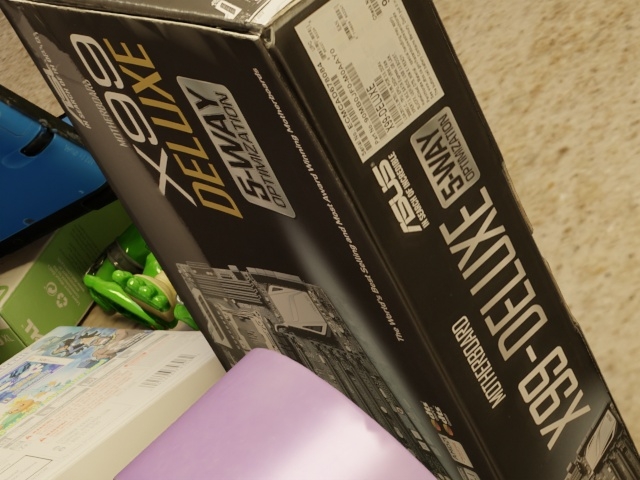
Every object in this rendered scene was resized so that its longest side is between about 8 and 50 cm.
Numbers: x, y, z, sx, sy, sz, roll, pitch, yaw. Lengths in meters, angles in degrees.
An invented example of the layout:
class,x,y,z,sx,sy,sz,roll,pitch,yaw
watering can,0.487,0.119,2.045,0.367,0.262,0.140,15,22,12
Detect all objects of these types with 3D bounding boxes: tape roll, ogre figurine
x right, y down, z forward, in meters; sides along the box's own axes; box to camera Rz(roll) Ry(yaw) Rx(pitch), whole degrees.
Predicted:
class,x,y,z,sx,sy,sz,roll,pitch,yaw
tape roll,0.008,0.138,0.609,0.080,0.189,0.189,-43,32,-16
ogre figurine,-0.089,0.000,1.000,0.118,0.097,0.197,-56,3,-15

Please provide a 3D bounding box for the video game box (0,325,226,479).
class,x,y,z,sx,sy,sz,roll,pitch,yaw
video game box,-0.166,0.118,0.887,0.187,0.048,0.205,2,28,44

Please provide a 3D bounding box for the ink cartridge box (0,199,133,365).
class,x,y,z,sx,sy,sz,roll,pitch,yaw
ink cartridge box,-0.225,0.041,1.090,0.109,0.062,0.209,-9,38,38

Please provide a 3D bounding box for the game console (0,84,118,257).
class,x,y,z,sx,sy,sz,roll,pitch,yaw
game console,-0.271,-0.064,1.058,0.293,0.250,0.173,-26,54,27

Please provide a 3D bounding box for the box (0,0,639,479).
class,x,y,z,sx,sy,sz,roll,pitch,yaw
box,0.000,0.000,0.698,0.076,0.307,0.242,-41,32,-21
